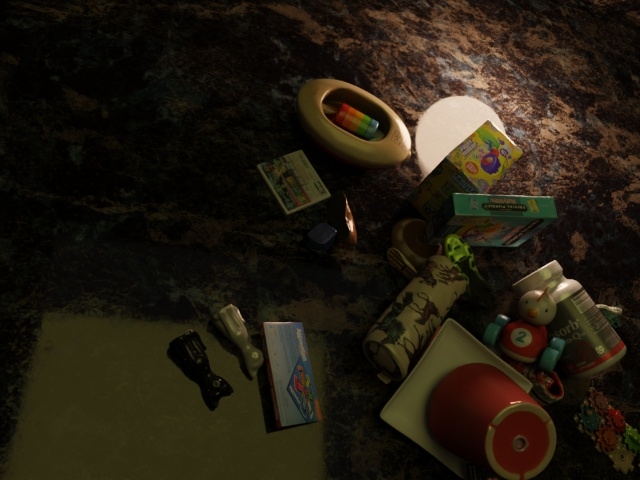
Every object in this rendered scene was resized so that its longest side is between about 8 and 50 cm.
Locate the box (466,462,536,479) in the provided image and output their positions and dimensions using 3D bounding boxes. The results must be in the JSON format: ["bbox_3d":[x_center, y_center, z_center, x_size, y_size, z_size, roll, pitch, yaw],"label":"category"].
[{"bbox_3d":[0.520,0.719,1.463,0.220,0.051,0.175,13,58,-25],"label":"box"}]

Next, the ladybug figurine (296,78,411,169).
[{"bbox_3d":[0.111,-0.391,1.843,0.449,0.162,0.305,31,57,-3],"label":"ladybug figurine"}]

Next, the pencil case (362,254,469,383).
[{"bbox_3d":[0.290,0.237,1.589,0.410,0.160,0.183,-45,131,-29],"label":"pencil case"}]

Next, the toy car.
[{"bbox_3d":[0.661,0.244,1.627,0.219,0.237,0.210,22,20,30],"label":"toy car"}]

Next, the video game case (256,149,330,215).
[{"bbox_3d":[-0.090,-0.197,1.753,0.183,0.023,0.201,-25,76,-29],"label":"video game case"}]

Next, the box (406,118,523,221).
[{"bbox_3d":[0.504,-0.227,1.841,0.177,0.279,0.290,47,59,6],"label":"box"}]

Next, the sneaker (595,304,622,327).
[{"bbox_3d":[1.046,0.281,1.918,0.167,0.065,0.076,9,66,-15],"label":"sneaker"}]

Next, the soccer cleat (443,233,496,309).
[{"bbox_3d":[0.474,0.106,1.724,0.093,0.121,0.289,-36,102,-12],"label":"soccer cleat"}]

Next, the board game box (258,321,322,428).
[{"bbox_3d":[-0.085,0.364,1.440,0.145,0.027,0.281,8,60,-40],"label":"board game box"}]

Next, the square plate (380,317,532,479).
[{"bbox_3d":[0.392,0.456,1.505,0.347,0.049,0.344,39,83,-10],"label":"square plate"}]

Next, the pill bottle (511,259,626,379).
[{"bbox_3d":[0.824,0.263,1.755,0.210,0.210,0.363,-24,74,-29],"label":"pill bottle"}]

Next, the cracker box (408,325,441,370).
[{"bbox_3d":[0.409,0.398,1.614,0.232,0.067,0.155,39,59,0],"label":"cracker box"}]

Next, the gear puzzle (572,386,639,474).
[{"bbox_3d":[0.991,0.660,1.714,0.175,0.044,0.339,-37,82,-31],"label":"gear puzzle"}]

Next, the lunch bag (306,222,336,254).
[{"bbox_3d":[0.000,0.000,1.661,0.067,0.065,0.098,34,53,22],"label":"lunch bag"}]

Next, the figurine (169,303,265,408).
[{"bbox_3d":[-0.261,0.306,1.406,0.215,0.092,0.209,-32,87,-31],"label":"figurine"}]

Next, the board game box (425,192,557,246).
[{"bbox_3d":[0.548,-0.060,1.712,0.336,0.254,0.079,1,68,-8],"label":"board game box"}]

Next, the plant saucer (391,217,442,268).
[{"bbox_3d":[0.343,0.002,1.808,0.199,0.036,0.198,9,63,-17],"label":"plant saucer"}]

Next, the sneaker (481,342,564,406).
[{"bbox_3d":[0.646,0.404,1.654,0.090,0.145,0.270,-34,79,-31],"label":"sneaker"}]

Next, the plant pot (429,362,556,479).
[{"bbox_3d":[0.460,0.485,1.372,0.275,0.243,0.274,0,92,-12],"label":"plant pot"}]

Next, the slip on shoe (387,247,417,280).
[{"bbox_3d":[0.276,0.079,1.743,0.135,0.051,0.041,45,18,14],"label":"slip on shoe"}]

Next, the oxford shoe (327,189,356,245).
[{"bbox_3d":[0.076,-0.071,1.736,0.076,0.076,0.212,32,41,-47],"label":"oxford shoe"}]
